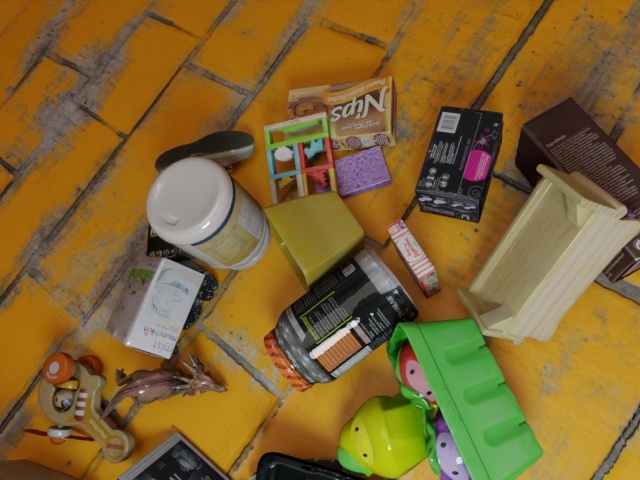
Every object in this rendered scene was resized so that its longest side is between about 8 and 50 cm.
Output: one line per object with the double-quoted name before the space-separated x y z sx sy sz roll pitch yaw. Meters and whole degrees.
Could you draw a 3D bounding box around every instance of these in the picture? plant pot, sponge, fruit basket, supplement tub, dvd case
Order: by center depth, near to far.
"fruit basket" 0.204 0.380 1.034 0.391 0.283 0.393 0 63 0
"supplement tub" 0.045 0.193 1.166 0.338 0.207 0.207 -37 64 2
"dvd case" -0.337 0.591 1.176 0.238 0.179 0.030 29 125 25
"plant pot" 0.000 0.000 1.264 0.187 0.212 0.212 -29 64 -9
"supplement tub" -0.279 -0.055 1.297 0.228 0.316 0.229 -6 69 15
"sponge" 0.087 -0.184 1.387 0.209 0.031 0.117 -17 67 11

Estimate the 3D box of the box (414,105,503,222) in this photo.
"box" 0.353 -0.192 1.245 0.163 0.142 0.248 14 74 23

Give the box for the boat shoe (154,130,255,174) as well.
"boat shoe" -0.349 -0.252 1.524 0.320 0.103 0.118 -17 47 5

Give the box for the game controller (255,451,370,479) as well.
"game controller" 0.007 0.566 1.069 0.318 0.067 0.167 12 102 10

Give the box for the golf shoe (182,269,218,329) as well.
"golf shoe" -0.371 0.171 1.391 0.198 0.077 0.094 -49 42 -2

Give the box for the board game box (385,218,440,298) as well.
"board game box" 0.225 0.048 1.169 0.045 0.193 0.147 -32 64 4

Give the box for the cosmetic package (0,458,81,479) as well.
"cosmetic package" -0.779 0.725 1.128 0.329 0.394 0.328 7 73 20

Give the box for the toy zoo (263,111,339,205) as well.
"toy zoo" -0.052 -0.195 1.375 0.192 0.030 0.294 -9 86 18

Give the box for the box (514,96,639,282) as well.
"box" 0.613 -0.113 1.108 0.143 0.191 0.382 -32 65 4

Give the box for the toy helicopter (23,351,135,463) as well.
"toy helicopter" -0.642 0.480 1.321 0.355 0.140 0.235 32 85 22

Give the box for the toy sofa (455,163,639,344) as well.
"toy sofa" 0.464 0.039 1.032 0.150 0.177 0.363 -110 38 -53

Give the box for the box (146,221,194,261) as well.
"box" -0.433 -0.027 1.488 0.190 0.045 0.184 -8 71 14

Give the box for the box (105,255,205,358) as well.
"box" -0.451 0.168 1.308 0.261 0.126 0.231 -2 65 56

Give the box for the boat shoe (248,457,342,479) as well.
"boat shoe" -0.057 0.553 1.146 0.227 0.069 0.081 -10 110 20

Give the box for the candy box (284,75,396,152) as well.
"candy box" 0.059 -0.360 1.428 0.316 0.087 0.183 -2 72 17

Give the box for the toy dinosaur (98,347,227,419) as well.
"toy dinosaur" -0.407 0.363 1.242 0.200 0.295 0.127 -10 92 55
